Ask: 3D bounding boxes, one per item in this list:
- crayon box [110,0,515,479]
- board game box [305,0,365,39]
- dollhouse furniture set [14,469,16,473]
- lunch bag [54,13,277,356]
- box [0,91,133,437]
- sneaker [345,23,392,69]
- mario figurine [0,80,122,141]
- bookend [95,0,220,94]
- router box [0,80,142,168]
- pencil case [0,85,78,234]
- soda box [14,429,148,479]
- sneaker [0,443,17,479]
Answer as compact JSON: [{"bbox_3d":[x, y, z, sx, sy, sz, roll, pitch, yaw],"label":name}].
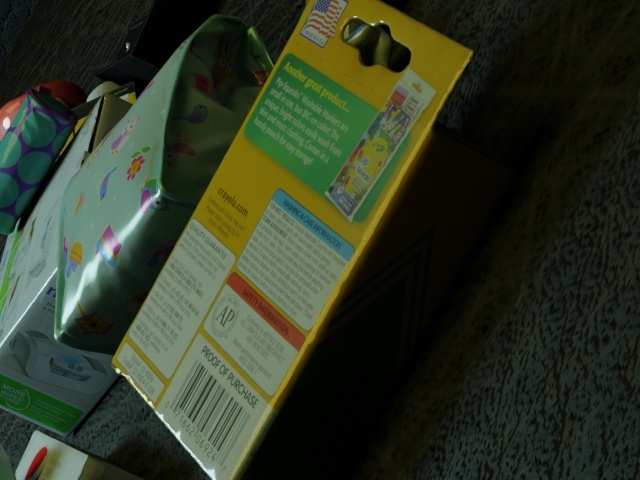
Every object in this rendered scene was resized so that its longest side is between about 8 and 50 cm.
[{"bbox_3d":[0.000,0.000,1.208,0.323,0.083,0.203,-61,36,8],"label":"crayon box"},{"bbox_3d":[0.016,-0.220,1.521,0.103,0.026,0.154,-177,86,-69],"label":"board game box"},{"bbox_3d":[-0.384,0.252,1.902,0.091,0.114,0.081,-56,49,39],"label":"dollhouse furniture set"},{"bbox_3d":[-0.124,-0.047,1.563,0.223,0.160,0.262,-49,29,37],"label":"lunch bag"},{"bbox_3d":[-0.240,0.021,1.821,0.231,0.127,0.262,-49,23,34],"label":"box"},{"bbox_3d":[0.011,-0.086,1.374,0.081,0.080,0.211,-49,24,44],"label":"sneaker"},{"bbox_3d":[-0.290,-0.063,2.143,0.198,0.170,0.320,-19,46,12],"label":"mario figurine"},{"bbox_3d":[-0.188,-0.262,2.147,0.157,0.072,0.156,-67,19,-13],"label":"bookend"},{"bbox_3d":[-0.273,-0.089,2.005,0.179,0.046,0.133,-23,45,10],"label":"router box"},{"bbox_3d":[-0.316,-0.084,1.876,0.152,0.064,0.070,-57,31,14],"label":"pencil case"},{"bbox_3d":[-0.210,0.219,1.557,0.069,0.074,0.216,-67,19,-9],"label":"soda box"},{"bbox_3d":[-0.353,0.304,1.572,0.256,0.094,0.151,-39,59,26],"label":"sneaker"}]
